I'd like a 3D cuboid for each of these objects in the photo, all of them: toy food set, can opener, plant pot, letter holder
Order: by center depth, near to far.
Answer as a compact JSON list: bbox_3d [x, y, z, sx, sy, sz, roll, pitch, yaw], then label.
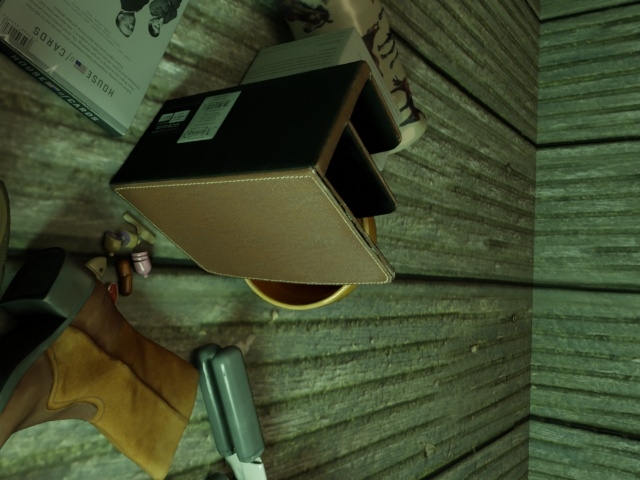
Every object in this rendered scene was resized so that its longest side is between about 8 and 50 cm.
[{"bbox_3d":[-0.237,0.032,0.683,0.078,0.019,0.122,50,52,-42],"label":"toy food set"},{"bbox_3d":[-0.054,-0.062,0.697,0.214,0.301,0.152,52,50,-41],"label":"letter holder"},{"bbox_3d":[-0.128,0.287,0.792,0.095,0.075,0.284,-30,113,-51],"label":"can opener"},{"bbox_3d":[0.000,0.000,0.885,0.188,0.205,0.205,13,80,-69],"label":"plant pot"}]

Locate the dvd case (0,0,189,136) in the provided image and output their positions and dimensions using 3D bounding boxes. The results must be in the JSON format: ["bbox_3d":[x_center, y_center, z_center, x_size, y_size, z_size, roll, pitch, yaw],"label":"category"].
[{"bbox_3d":[-0.250,-0.267,0.655,0.179,0.029,0.239,42,58,-47],"label":"dvd case"}]

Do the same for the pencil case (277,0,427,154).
[{"bbox_3d":[0.051,-0.332,0.966,0.184,0.159,0.410,-55,132,-34],"label":"pencil case"}]

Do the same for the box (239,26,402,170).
[{"bbox_3d":[0.000,-0.201,0.876,0.182,0.180,0.119,51,52,-42],"label":"box"}]

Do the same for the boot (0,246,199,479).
[{"bbox_3d":[-0.253,0.189,0.603,0.280,0.096,0.264,63,27,-44],"label":"boot"}]

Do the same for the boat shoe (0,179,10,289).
[{"bbox_3d":[-0.350,0.080,0.441,0.120,0.122,0.324,33,63,-46],"label":"boat shoe"}]
